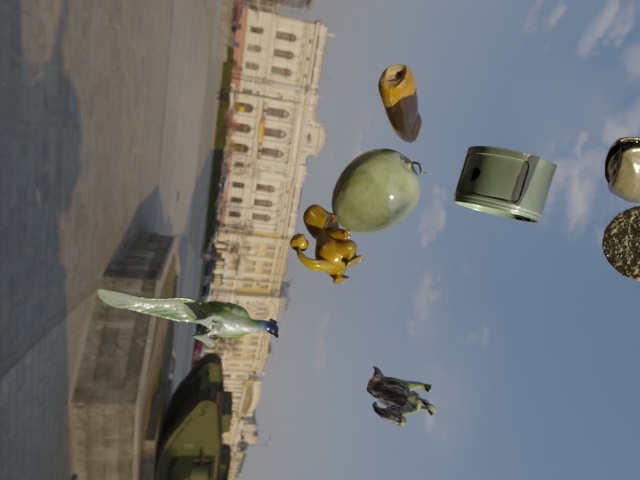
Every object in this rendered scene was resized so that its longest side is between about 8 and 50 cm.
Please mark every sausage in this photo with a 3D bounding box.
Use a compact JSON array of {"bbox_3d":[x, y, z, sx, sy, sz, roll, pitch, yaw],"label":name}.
[{"bbox_3d":[0.286,-0.453,1.547,0.354,0.116,0.134,48,53,-61],"label":"sausage"}]

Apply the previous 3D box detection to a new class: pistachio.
[{"bbox_3d":[0.871,-0.193,1.237,0.153,0.238,0.137,-32,-138,33],"label":"pistachio"}]

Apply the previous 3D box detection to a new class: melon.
[{"bbox_3d":[0.172,-0.153,1.408,0.308,0.271,0.271,-35,-151,11],"label":"melon"}]

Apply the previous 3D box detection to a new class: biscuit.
[{"bbox_3d":[0.615,0.004,0.842,0.152,0.020,0.151,-18,-114,44],"label":"biscuit"}]

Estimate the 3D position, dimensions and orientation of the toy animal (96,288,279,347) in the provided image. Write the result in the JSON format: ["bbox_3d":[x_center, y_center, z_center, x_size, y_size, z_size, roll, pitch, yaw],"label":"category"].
[{"bbox_3d":[-0.150,0.088,0.511,0.075,0.217,0.041,-138,-119,-74],"label":"toy animal"}]

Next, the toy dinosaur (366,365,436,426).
[{"bbox_3d":[0.201,0.391,1.129,0.294,0.162,0.077,130,-28,-84],"label":"toy dinosaur"}]

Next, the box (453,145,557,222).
[{"bbox_3d":[0.481,-0.146,1.178,0.226,0.226,0.149,-146,-110,-76],"label":"box"}]

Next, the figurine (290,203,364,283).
[{"bbox_3d":[-0.004,-0.001,0.881,0.121,0.123,0.176,-63,-145,41],"label":"figurine"}]
